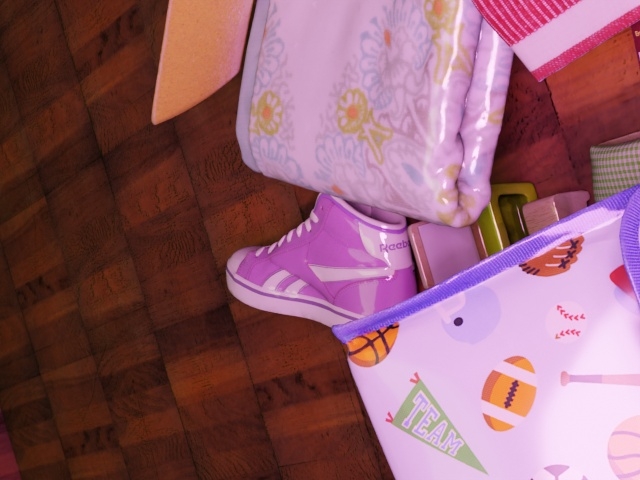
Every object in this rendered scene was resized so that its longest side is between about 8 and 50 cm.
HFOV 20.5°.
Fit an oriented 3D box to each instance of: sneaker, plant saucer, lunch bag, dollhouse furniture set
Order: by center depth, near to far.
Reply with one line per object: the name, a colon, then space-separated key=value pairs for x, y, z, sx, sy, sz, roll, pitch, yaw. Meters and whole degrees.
lunch bag: x=0.251 y=0.129 z=1.265 sx=0.385 sy=0.239 sz=0.328 roll=-24 pitch=81 yaw=17
dollhouse furniture set: x=0.206 y=0.029 z=1.453 sx=0.301 sy=0.151 sz=0.198 roll=-18 pitch=88 yaw=61
plant saucer: x=-0.087 y=-0.329 z=1.741 sx=0.333 sy=0.081 sz=0.333 roll=-84 pitch=6 yaw=-45
sneaker: x=0.001 y=0.000 z=1.866 sx=0.282 sy=0.102 sz=0.161 roll=12 pitch=111 yaw=47

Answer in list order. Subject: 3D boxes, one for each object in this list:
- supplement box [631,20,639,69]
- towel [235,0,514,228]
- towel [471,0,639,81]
supplement box: x=0.277 y=-0.236 z=1.283 sx=0.130 sy=0.073 sz=0.240 roll=-6 pitch=98 yaw=60
towel: x=0.054 y=-0.220 z=1.570 sx=0.320 sy=0.090 sz=0.375 roll=19 pitch=102 yaw=57
towel: x=0.128 y=-0.286 z=1.278 sx=0.329 sy=0.037 sz=0.237 roll=53 pitch=146 yaw=-5
